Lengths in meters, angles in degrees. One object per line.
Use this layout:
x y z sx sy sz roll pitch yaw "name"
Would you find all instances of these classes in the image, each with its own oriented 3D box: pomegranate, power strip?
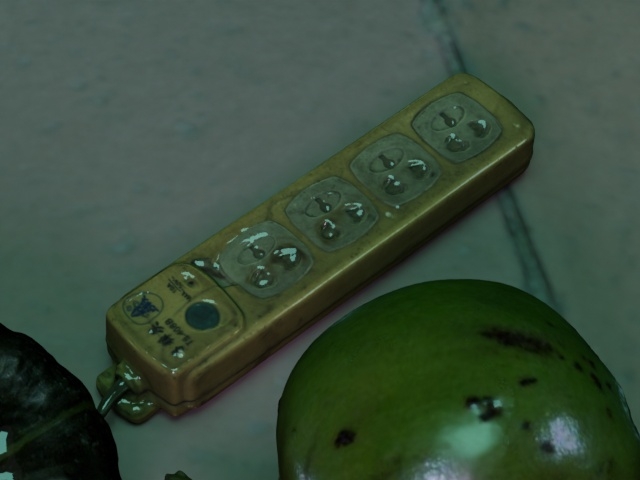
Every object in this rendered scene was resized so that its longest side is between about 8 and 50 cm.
0.031 0.117 0.815 0.224 0.181 0.181 -23 54 6 "pomegranate"
0.000 0.000 0.972 0.305 0.044 0.064 -35 62 -25 "power strip"

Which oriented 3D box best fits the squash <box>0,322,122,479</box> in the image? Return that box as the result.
-0.179 0.123 0.801 0.193 0.156 0.193 13 45 -13 "squash"
